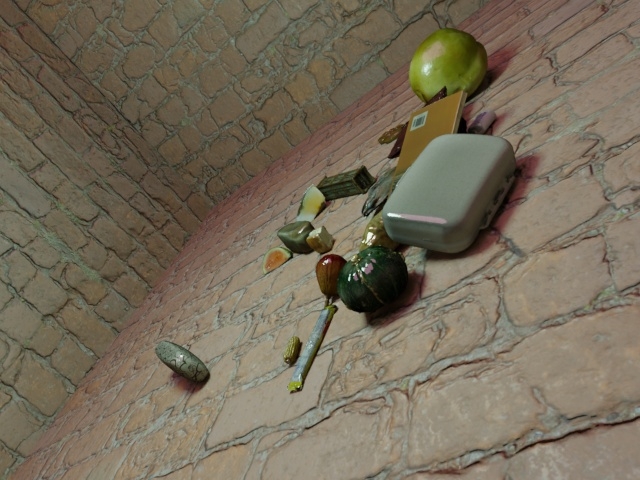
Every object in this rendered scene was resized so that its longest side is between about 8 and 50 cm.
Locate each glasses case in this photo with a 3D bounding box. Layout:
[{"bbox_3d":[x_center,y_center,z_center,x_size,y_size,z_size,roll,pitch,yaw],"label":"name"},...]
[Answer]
[{"bbox_3d":[-0.494,0.424,1.874,0.085,0.137,0.354,-56,21,-18],"label":"glasses case"}]

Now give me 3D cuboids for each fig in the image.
[{"bbox_3d":[0.024,0.112,1.588,0.153,0.119,0.119,-57,18,2],"label":"fig"}]

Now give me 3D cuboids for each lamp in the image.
[{"bbox_3d":[0.099,-0.237,2.245,0.090,0.089,0.325,-49,19,-22],"label":"lamp"}]

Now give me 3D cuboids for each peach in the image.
[{"bbox_3d":[0.512,-0.702,2.162,0.315,0.281,0.314,-46,23,13],"label":"peach"}]

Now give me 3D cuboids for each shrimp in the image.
[{"bbox_3d":[0.218,-0.182,1.934,0.317,0.062,0.164,-49,15,-33],"label":"shrimp"}]

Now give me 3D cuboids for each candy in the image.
[{"bbox_3d":[-0.085,-0.016,2.089,0.102,0.104,0.234,-44,18,-14],"label":"candy"}]

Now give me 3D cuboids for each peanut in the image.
[{"bbox_3d":[0.212,-0.046,1.528,0.253,0.122,0.137,-42,0,5],"label":"peanut"}]

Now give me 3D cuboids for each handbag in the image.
[{"bbox_3d":[0.384,-0.430,2.016,0.275,0.084,0.260,-45,9,46],"label":"handbag"}]

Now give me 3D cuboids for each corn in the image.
[{"bbox_3d":[-0.079,0.302,1.473,0.037,0.037,0.092,-32,18,26],"label":"corn"}]

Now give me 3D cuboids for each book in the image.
[{"bbox_3d":[0.344,-0.294,1.755,0.262,0.028,0.374,-9,61,59],"label":"book"}]

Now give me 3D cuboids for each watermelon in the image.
[{"bbox_3d":[-0.185,0.063,2.172,0.163,0.069,0.087,-34,19,28],"label":"watermelon"}]

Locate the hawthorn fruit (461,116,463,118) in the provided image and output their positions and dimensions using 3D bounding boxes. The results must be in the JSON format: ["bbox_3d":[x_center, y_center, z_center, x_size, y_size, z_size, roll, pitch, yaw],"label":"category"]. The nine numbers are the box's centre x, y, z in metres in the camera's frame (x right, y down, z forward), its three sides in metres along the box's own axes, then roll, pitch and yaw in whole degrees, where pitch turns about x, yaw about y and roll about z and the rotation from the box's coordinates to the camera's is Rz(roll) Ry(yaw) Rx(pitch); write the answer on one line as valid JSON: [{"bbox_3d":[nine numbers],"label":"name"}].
[{"bbox_3d":[0.488,-0.423,1.922,0.066,0.067,0.103,-33,28,25],"label":"hawthorn fruit"}]

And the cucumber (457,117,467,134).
[{"bbox_3d":[0.448,-0.320,1.753,0.072,0.072,0.300,-29,25,33],"label":"cucumber"}]

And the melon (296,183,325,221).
[{"bbox_3d":[-0.034,-0.143,2.344,0.203,0.093,0.139,-68,-14,10],"label":"melon"}]

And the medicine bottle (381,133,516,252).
[{"bbox_3d":[0.337,-0.136,1.388,0.282,0.123,0.375,11,53,39],"label":"medicine bottle"}]

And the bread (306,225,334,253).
[{"bbox_3d":[-0.002,0.002,1.920,0.070,0.083,0.077,-33,20,35],"label":"bread"}]

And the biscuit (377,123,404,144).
[{"bbox_3d":[0.326,-0.491,2.458,0.124,0.026,0.175,-48,19,-20],"label":"biscuit"}]

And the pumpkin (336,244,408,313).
[{"bbox_3d":[0.130,0.096,1.341,0.190,0.146,0.190,-19,11,4],"label":"pumpkin"}]

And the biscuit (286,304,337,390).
[{"bbox_3d":[-0.020,0.279,1.422,0.048,0.026,0.292,-21,28,38],"label":"biscuit"}]

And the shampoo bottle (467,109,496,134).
[{"bbox_3d":[0.536,-0.388,1.774,0.099,0.043,0.072,-51,19,-24],"label":"shampoo bottle"}]
